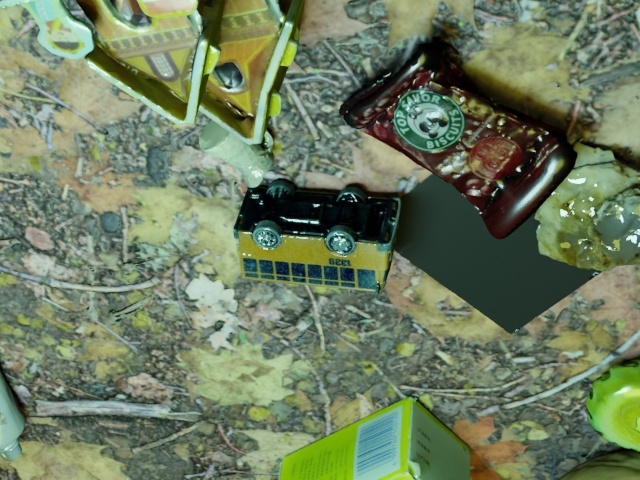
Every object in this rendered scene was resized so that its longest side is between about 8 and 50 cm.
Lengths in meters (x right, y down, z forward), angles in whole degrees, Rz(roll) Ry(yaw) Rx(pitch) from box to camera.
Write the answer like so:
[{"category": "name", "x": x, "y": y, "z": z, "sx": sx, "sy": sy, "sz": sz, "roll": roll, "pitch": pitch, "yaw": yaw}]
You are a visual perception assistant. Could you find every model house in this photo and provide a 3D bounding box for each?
[{"category": "model house", "x": -0.056, "y": -0.227, "z": 1.111, "sx": 0.340, "sy": 0.300, "sz": 0.324, "roll": -6, "pitch": 140, "yaw": 22}]

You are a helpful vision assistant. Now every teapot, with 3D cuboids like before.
[{"category": "teapot", "x": -0.086, "y": -0.103, "z": 1.377, "sx": 0.067, "sy": 0.057, "sz": 0.083, "roll": -43, "pitch": 122, "yaw": 4}]

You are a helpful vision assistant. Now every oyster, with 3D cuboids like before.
[{"category": "oyster", "x": 0.350, "y": -0.019, "z": 1.342, "sx": 0.232, "sy": 0.107, "sz": 0.162, "roll": -2, "pitch": 137, "yaw": 13}]

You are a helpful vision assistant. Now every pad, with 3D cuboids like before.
[{"category": "pad", "x": 0.195, "y": 0.010, "z": 1.454, "sx": 0.243, "sy": 0.004, "sz": 0.163, "roll": 35, "pitch": 127, "yaw": -20}]

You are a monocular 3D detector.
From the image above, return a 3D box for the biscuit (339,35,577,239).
[{"category": "biscuit", "x": 0.149, "y": -0.112, "z": 1.315, "sx": 0.235, "sy": 0.063, "sz": 0.151, "roll": 33, "pitch": 128, "yaw": -15}]

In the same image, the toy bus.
[{"category": "toy bus", "x": 0.000, "y": 0.000, "z": 1.419, "sx": 0.182, "sy": 0.091, "sz": 0.103, "roll": 5, "pitch": 133, "yaw": 10}]

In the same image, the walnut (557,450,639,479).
[{"category": "walnut", "x": 0.408, "y": 0.420, "z": 1.611, "sx": 0.277, "sy": 0.252, "sz": 0.313, "roll": 28, "pitch": 142, "yaw": -15}]

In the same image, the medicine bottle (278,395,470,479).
[{"category": "medicine bottle", "x": 0.068, "y": 0.338, "z": 1.676, "sx": 0.250, "sy": 0.141, "sz": 0.137, "roll": -30, "pitch": 124, "yaw": 31}]

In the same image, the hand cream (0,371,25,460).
[{"category": "hand cream", "x": -0.492, "y": 0.168, "z": 1.683, "sx": 0.124, "sy": 0.078, "sz": 0.341, "roll": -10, "pitch": 121, "yaw": 18}]

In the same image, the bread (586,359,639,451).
[{"category": "bread", "x": 0.401, "y": 0.205, "z": 1.544, "sx": 0.139, "sy": 0.071, "sz": 0.130, "roll": 23, "pitch": 128, "yaw": -10}]
